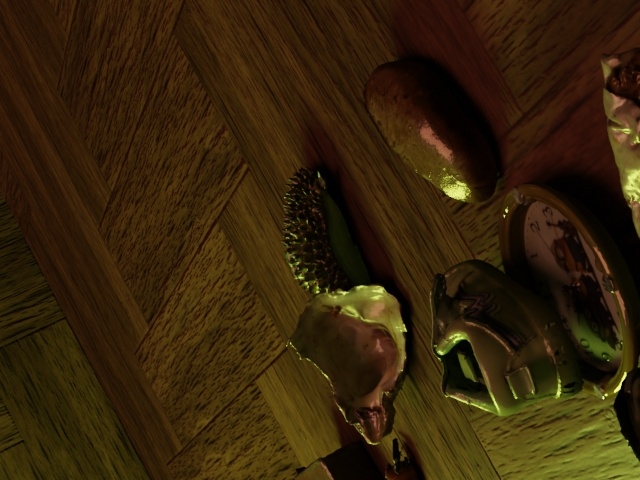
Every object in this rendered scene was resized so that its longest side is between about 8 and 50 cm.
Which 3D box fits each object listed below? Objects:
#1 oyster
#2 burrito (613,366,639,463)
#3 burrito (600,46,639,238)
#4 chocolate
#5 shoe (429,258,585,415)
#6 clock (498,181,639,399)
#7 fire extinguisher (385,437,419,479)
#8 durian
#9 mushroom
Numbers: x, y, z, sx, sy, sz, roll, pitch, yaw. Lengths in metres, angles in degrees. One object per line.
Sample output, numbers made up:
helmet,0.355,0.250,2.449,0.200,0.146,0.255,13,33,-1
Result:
oyster,0.056,0.161,1.905,0.107,0.161,0.233,-65,-37,-62
burrito,0.359,0.235,1.298,0.229,0.089,0.144,54,-163,-27
burrito,0.333,0.018,1.191,0.117,0.076,0.392,8,123,58
chocolate,0.084,0.464,2.184,0.321,0.112,0.112,57,149,19
shoe,0.175,0.096,1.454,0.262,0.128,0.140,-153,55,-63
clock,0.261,0.044,1.395,0.237,0.057,0.237,55,159,33
fire extinguisher,0.131,0.383,2.066,0.062,0.050,0.177,-70,-33,-65
durian,-0.010,0.003,1.908,0.137,0.095,0.221,18,127,61
mushroom,0.116,-0.131,1.513,0.210,0.072,0.094,55,147,23
